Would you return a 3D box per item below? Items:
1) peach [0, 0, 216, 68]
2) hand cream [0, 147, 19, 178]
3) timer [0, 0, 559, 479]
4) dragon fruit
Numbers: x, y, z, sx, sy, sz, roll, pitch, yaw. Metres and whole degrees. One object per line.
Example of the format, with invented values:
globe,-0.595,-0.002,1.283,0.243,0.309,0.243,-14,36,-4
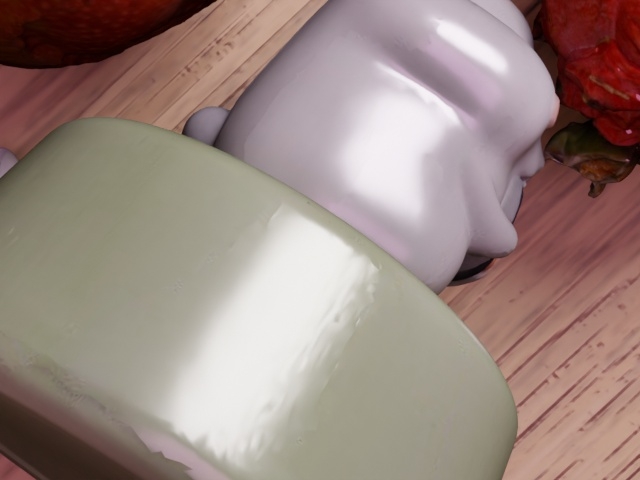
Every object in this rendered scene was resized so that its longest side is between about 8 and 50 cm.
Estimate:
peach,-0.115,-0.192,0.658,0.231,0.231,0.231,-1,97,-6
hand cream,-0.197,-0.011,0.760,0.142,0.053,0.084,-15,99,6
timer,0.000,0.000,0.694,0.291,0.291,0.315,38,71,-9
dragon fruit,0.189,-0.124,0.721,0.172,0.172,0.209,32,77,-8
